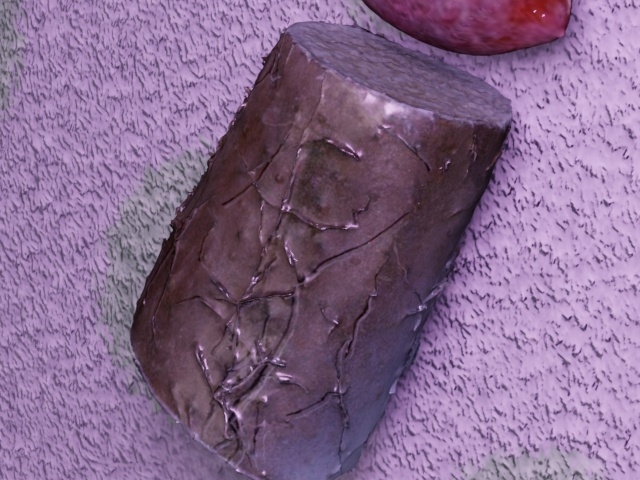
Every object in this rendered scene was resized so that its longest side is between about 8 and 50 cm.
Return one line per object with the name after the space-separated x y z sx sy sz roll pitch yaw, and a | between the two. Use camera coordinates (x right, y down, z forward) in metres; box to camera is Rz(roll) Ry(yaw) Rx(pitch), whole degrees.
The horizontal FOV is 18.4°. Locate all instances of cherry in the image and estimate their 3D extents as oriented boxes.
0.113 -0.243 1.576 0.192 0.175 0.249 -46 65 15 | cherry

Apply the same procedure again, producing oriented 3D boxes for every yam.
0.000 0.000 1.644 0.241 0.241 0.348 37 110 29 | yam
